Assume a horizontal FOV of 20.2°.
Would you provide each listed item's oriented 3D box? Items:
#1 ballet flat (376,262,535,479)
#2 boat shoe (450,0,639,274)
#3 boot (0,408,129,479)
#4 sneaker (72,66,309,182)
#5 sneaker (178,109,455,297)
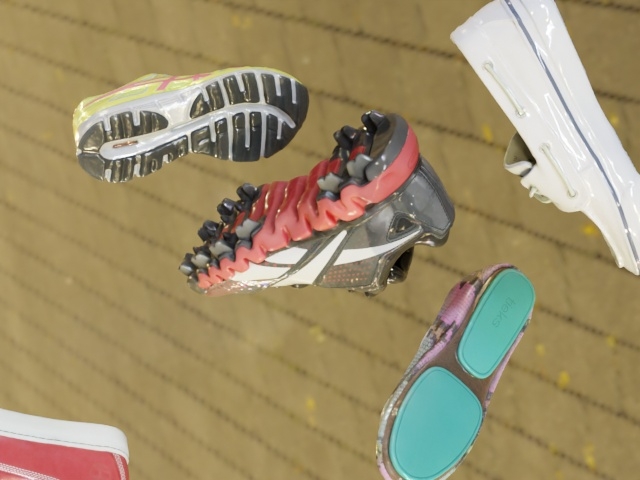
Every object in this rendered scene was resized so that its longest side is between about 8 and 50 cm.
[{"bbox_3d":[0.092,0.108,1.373,0.077,0.221,0.079,44,146,-17],"label":"ballet flat"},{"bbox_3d":[0.157,-0.064,1.202,0.226,0.076,0.083,61,-176,-18],"label":"boat shoe"},{"bbox_3d":[-0.276,0.237,1.525,0.088,0.244,0.176,128,144,-49],"label":"boot"},{"bbox_3d":[-0.112,-0.112,1.504,0.094,0.208,0.081,-131,37,-56],"label":"sneaker"},{"bbox_3d":[0.000,0.000,1.498,0.276,0.097,0.135,-27,120,38],"label":"sneaker"}]
